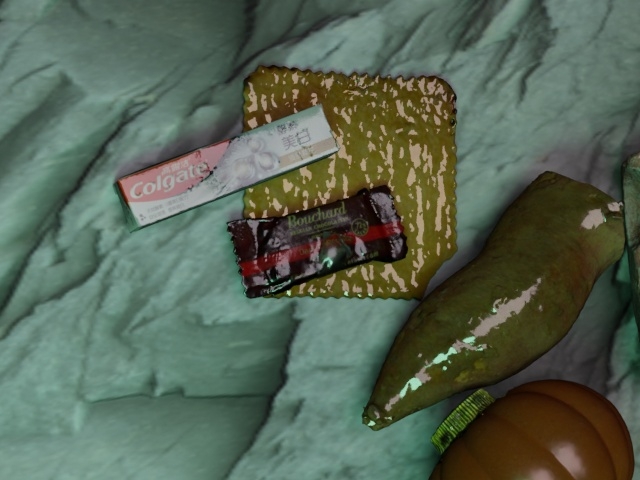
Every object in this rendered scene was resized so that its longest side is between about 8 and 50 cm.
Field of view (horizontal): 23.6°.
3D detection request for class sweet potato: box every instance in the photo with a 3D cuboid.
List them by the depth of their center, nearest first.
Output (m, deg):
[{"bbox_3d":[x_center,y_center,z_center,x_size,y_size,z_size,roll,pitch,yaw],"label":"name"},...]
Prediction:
[{"bbox_3d":[0.171,0.078,1.517,0.131,0.131,0.337,45,72,-7],"label":"sweet potato"}]

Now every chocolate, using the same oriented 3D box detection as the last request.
[{"bbox_3d":[0.000,0.000,1.508,0.182,0.028,0.086,-12,84,-18],"label":"chocolate"}]

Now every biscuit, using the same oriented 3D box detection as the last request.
[{"bbox_3d":[0.032,-0.057,1.549,0.232,0.013,0.237,2,83,-18],"label":"biscuit"}]

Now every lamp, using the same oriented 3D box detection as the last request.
[{"bbox_3d":[0.198,0.232,1.454,0.223,0.223,0.196,-41,73,-19],"label":"lamp"}]

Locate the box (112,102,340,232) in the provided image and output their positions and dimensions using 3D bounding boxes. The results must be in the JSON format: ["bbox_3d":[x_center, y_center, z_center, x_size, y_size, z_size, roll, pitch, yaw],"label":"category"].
[{"bbox_3d":[-0.090,-0.071,1.485,0.218,0.039,0.055,-21,88,-15],"label":"box"}]

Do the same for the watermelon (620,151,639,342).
[{"bbox_3d":[0.402,0.006,1.623,0.226,0.148,0.318,30,87,6],"label":"watermelon"}]
